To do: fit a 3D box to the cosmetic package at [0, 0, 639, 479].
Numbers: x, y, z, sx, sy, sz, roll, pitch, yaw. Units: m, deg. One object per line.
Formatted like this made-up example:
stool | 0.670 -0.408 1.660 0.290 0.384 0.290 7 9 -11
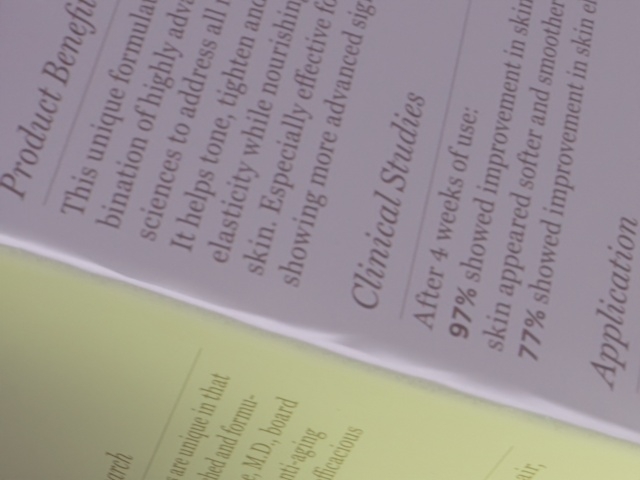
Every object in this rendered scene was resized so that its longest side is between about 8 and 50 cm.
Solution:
cosmetic package | 0.000 0.000 0.972 0.394 0.327 0.329 19 56 -5
